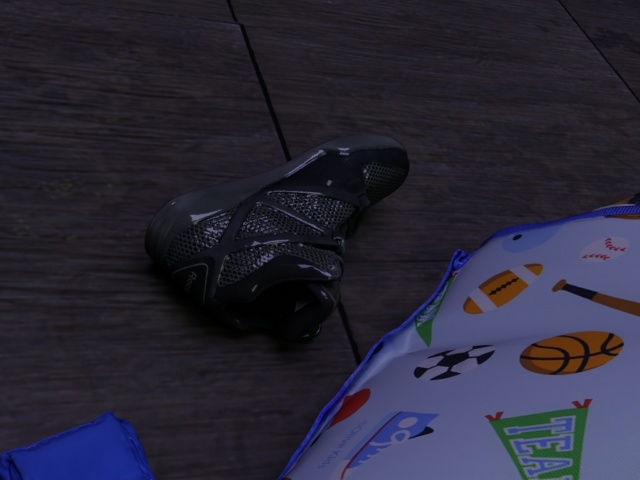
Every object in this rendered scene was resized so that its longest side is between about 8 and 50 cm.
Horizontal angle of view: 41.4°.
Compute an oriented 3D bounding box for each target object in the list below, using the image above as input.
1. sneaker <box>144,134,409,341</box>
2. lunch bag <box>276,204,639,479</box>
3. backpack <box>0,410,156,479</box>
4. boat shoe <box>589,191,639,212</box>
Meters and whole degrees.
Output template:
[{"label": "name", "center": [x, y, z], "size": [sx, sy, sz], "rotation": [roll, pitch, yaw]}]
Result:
[{"label": "sneaker", "center": [0.000, 0.000, 0.625], "size": [0.228, 0.087, 0.130], "rotation": [-24, 61, -36]}, {"label": "lunch bag", "center": [0.192, 0.140, 0.445], "size": [0.386, 0.238, 0.328], "rotation": [17, 38, 27]}, {"label": "backpack", "center": [-0.110, 0.154, 0.404], "size": [0.098, 0.101, 0.120], "rotation": [-20, 61, -30]}, {"label": "boat shoe", "center": [0.415, 0.101, 0.604], "size": [0.500, 0.186, 0.156], "rotation": [32, 46, 23]}]
